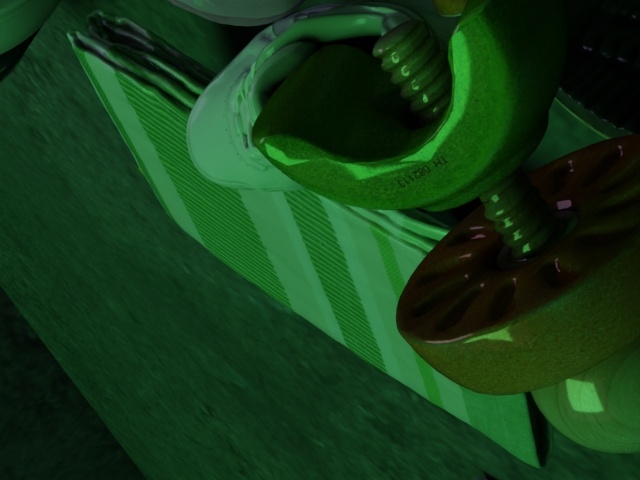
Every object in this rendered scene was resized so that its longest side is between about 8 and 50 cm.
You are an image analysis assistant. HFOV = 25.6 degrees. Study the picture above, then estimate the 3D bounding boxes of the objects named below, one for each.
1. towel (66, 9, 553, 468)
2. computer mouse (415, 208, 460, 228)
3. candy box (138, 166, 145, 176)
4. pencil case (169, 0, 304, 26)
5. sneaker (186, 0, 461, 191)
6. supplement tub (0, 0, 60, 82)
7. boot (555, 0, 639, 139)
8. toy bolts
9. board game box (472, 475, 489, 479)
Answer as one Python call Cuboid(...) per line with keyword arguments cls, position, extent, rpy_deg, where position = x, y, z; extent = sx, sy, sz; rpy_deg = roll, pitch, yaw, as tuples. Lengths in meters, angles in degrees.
Cuboid(cls="towel", position=(0.000, 0.000, 0.864), extent=(0.325, 0.038, 0.248), rpy_deg=(31, 160, 27))
Cuboid(cls="computer mouse", position=(0.070, -0.005, 0.831), extent=(0.193, 0.042, 0.106), rpy_deg=(36, 163, 18))
Cuboid(cls="candy box", position=(-0.097, -0.063, 1.108), extent=(0.105, 0.027, 0.206), rpy_deg=(43, 161, 6))
Cuboid(cls="pencil case", position=(-0.035, -0.204, 0.558), extent=(0.124, 0.124, 0.284), rpy_deg=(44, 162, 13))
Cuboid(cls="sneaker", position=(-0.005, -0.071, 0.660), extent=(0.232, 0.115, 0.090), rpy_deg=(-18, 90, 48))
Cuboid(cls="supplement tub", position=(-0.274, -0.201, 0.975), extent=(0.191, 0.191, 0.272), rpy_deg=(52, 161, -8))
Cuboid(cls="boot", position=(0.172, -0.014, 0.542), extent=(0.198, 0.077, 0.137), rpy_deg=(33, 161, 41))
Cuboid(cls="toy bolts", position=(0.131, -0.057, 0.439), extent=(0.228, 0.218, 0.158), rpy_deg=(-27, 111, 34))
Cuboid(cls="board game box", position=(0.221, 0.339, 1.142), extent=(0.193, 0.053, 0.305), rpy_deg=(27, 152, 47))
